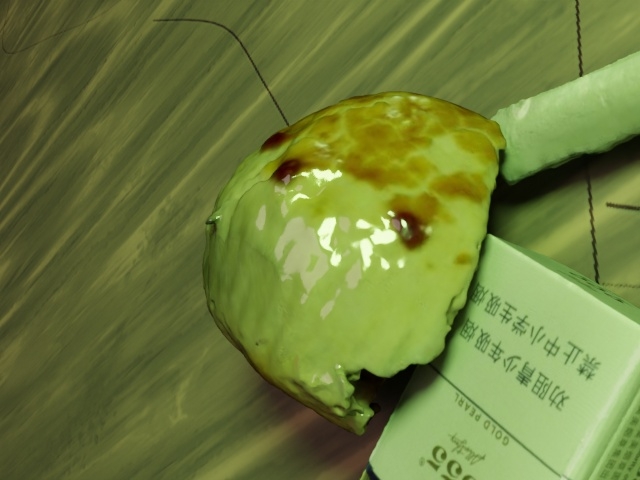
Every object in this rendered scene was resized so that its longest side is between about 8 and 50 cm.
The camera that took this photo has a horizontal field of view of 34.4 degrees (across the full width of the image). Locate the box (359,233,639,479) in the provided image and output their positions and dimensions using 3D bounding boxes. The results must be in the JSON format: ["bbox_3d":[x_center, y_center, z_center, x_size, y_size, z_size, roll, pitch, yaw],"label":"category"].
[{"bbox_3d":[0.112,0.143,0.646,0.168,0.071,0.259,40,108,55],"label":"box"}]

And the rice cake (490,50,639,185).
[{"bbox_3d":[0.210,-0.092,0.637,0.256,0.052,0.057,-21,62,50],"label":"rice cake"}]

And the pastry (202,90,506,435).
[{"bbox_3d":[0.004,-0.005,0.737,0.256,0.170,0.237,-149,80,-77],"label":"pastry"}]
